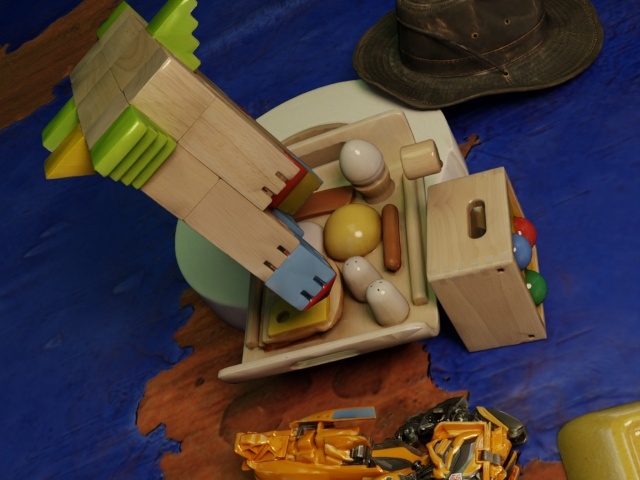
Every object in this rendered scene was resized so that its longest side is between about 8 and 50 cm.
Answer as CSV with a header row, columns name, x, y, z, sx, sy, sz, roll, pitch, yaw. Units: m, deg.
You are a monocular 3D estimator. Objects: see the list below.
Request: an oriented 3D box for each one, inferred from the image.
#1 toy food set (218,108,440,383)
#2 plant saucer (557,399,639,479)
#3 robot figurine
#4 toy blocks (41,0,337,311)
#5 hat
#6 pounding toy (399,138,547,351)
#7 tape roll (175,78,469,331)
name,x,y,z,sx,sy,sz,roll,pitch,yaw
toy food set,0.000,0.000,0.875,0.220,0.092,0.306,-17,44,19
plant saucer,0.351,0.210,0.558,0.333,0.081,0.332,-20,43,16
robot figurine,0.051,0.234,0.728,0.291,0.085,0.211,-12,47,25
toy blocks,-0.104,-0.084,0.803,0.190,0.261,0.381,-48,30,5
hat,0.196,-0.309,1.067,0.331,0.134,0.331,-8,39,7
pounding toy,0.157,-0.026,0.815,0.094,0.206,0.181,-14,44,22
tape roll,-0.006,-0.054,1.055,0.392,0.072,0.392,-19,43,18
